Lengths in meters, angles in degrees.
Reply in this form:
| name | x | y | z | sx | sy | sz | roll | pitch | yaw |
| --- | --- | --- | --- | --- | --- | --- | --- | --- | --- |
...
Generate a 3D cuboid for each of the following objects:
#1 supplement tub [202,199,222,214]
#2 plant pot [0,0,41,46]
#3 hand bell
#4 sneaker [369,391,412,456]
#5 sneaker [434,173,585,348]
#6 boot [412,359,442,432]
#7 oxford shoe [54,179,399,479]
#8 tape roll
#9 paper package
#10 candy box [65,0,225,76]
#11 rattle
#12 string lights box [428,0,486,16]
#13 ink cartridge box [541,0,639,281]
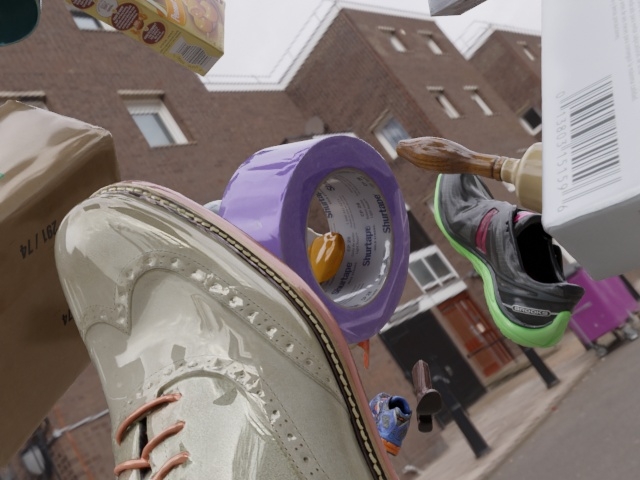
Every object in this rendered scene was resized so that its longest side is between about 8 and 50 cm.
| name | x | y | z | sx | sy | sz | roll | pitch | yaw |
| --- | --- | --- | --- | --- | --- | --- | --- | --- | --- |
| supplement tub | -0.126 | 0.053 | 1.330 | 0.194 | 0.316 | 0.193 | -41 | -36 | -39 |
| plant pot | -0.588 | -0.472 | 1.009 | 0.291 | 0.195 | 0.290 | -1 | -18 | 0 |
| hand bell | 0.183 | -0.079 | 0.673 | 0.126 | 0.242 | 0.126 | -25 | -56 | -43 |
| sneaker | 0.143 | 0.342 | 1.250 | 0.087 | 0.083 | 0.221 | -59 | 3 | 5 |
| sneaker | 0.401 | -0.005 | 1.347 | 0.185 | 0.482 | 0.202 | 5 | -48 | -30 |
| boot | 0.163 | 0.224 | 0.997 | 0.037 | 0.114 | 0.106 | 6 | -47 | 0 |
| oxford shoe | -0.051 | 0.116 | 0.340 | 0.140 | 0.397 | 0.147 | -50 | -22 | 23 |
| tape roll | 0.000 | 0.000 | 0.596 | 0.080 | 0.188 | 0.189 | -3 | 7 | 39 |
| paper package | -0.379 | 0.042 | 0.766 | 0.324 | 0.168 | 0.309 | -61 | -20 | -47 |
| candy box | -0.347 | -0.489 | 1.298 | 0.317 | 0.182 | 0.088 | 24 | -44 | -36 |
| rattle | 0.040 | 0.069 | 0.710 | 0.143 | 0.199 | 0.130 | -26 | 23 | 36 |
| string lights box | 0.243 | -0.557 | 1.157 | 0.077 | 0.259 | 0.133 | -12 | 4 | -26 |
| ink cartridge box | 0.230 | -0.136 | 0.323 | 0.239 | 0.060 | 0.275 | -25 | 39 | 41 |
